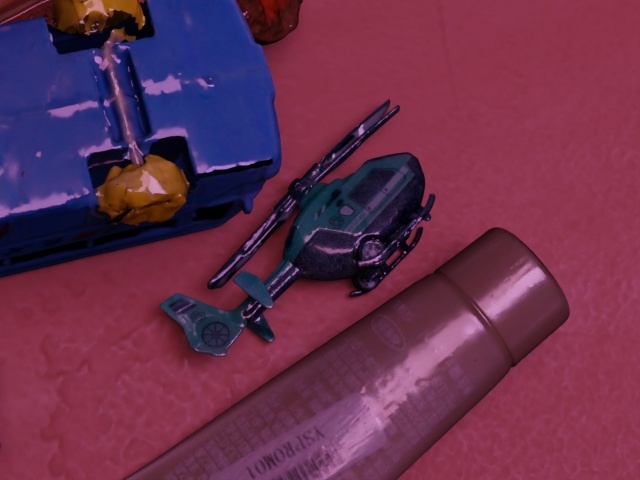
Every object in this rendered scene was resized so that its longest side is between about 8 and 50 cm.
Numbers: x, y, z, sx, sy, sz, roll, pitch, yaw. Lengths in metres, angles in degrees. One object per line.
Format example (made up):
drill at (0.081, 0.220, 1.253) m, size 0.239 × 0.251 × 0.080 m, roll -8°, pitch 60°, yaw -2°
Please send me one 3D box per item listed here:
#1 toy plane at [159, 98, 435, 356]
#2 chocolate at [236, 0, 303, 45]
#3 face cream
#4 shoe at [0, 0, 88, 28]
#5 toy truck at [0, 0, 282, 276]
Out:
toy plane at (0.000, 0.000, 1.006) m, size 0.096 × 0.060 × 0.235 m, roll 41°, pitch 69°, yaw 12°
chocolate at (-0.053, -0.204, 1.018) m, size 0.124 × 0.127 × 0.133 m, roll 31°, pitch 66°, yaw -29°
face cream at (0.013, 0.124, 0.969) m, size 0.341 × 0.084 × 0.137 m, roll -38°, pitch 81°, yaw -8°
shoe at (-0.193, -0.159, 1.013) m, size 0.109 × 0.069 × 0.072 m, roll -40°, pitch 121°, yaw -5°
toy truck at (-0.223, -0.054, 0.932) m, size 0.385 × 0.162 × 0.161 m, roll -14°, pitch 78°, yaw -13°
